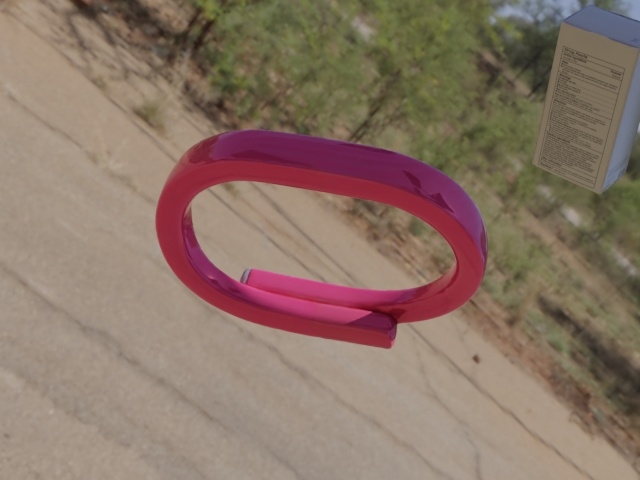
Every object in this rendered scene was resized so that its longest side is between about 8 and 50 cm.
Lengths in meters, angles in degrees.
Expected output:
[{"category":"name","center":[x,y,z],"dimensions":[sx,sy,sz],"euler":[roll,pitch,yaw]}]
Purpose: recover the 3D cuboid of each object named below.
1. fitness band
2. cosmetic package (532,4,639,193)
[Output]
[{"category":"fitness band","center":[0.000,0.000,0.846],"dimensions":[0.291,0.209,0.054],"euler":[9,45,7]},{"category":"cosmetic package","center":[0.190,-0.097,0.668],"dimensions":[0.060,0.115,0.041],"euler":[31,45,28]}]
